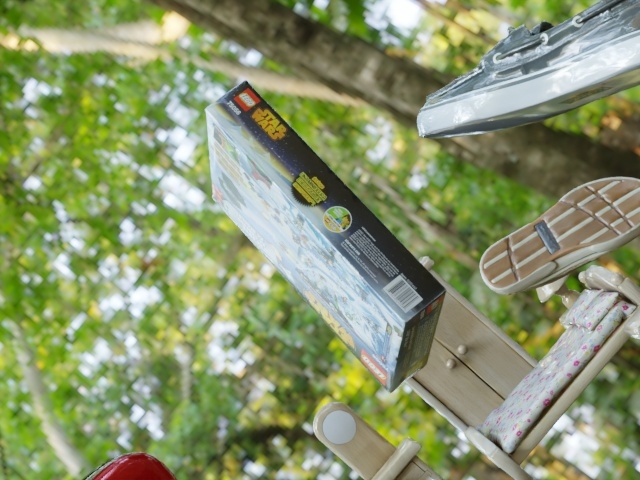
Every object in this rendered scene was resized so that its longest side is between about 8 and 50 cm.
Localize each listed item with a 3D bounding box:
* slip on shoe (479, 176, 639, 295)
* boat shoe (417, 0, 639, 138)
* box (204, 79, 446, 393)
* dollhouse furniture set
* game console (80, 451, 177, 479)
[{"bbox_3d":[0.179,0.000,1.095,0.135,0.051,0.041,-32,-26,15],"label":"slip on shoe"},{"bbox_3d":[0.102,-0.079,0.688,0.049,0.142,0.040,-1,-103,-51],"label":"boat shoe"},{"bbox_3d":[0.000,0.000,0.715,0.027,0.137,0.094,-37,-18,-17],"label":"box"},{"bbox_3d":[0.131,0.122,1.392,0.303,0.174,0.355,-49,2,-4],"label":"dollhouse furniture set"},{"bbox_3d":[-0.078,0.142,0.375,0.085,0.124,0.144,-19,16,45],"label":"game console"}]
